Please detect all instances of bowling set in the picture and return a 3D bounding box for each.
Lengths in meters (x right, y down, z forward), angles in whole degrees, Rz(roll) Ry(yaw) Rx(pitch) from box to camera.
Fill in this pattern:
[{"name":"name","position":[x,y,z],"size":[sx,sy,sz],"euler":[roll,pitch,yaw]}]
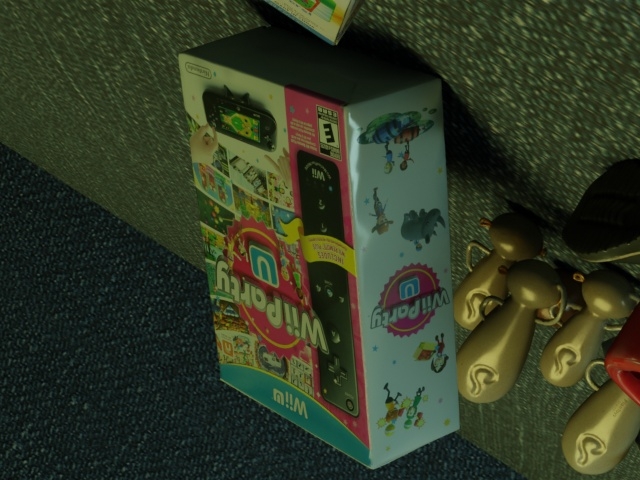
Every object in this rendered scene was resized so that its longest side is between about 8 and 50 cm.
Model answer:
[{"name":"bowling set","position":[0.184,0.043,1.586],"size":[0.287,0.200,0.154],"euler":[29,129,5]}]

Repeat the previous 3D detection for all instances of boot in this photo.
[{"name":"boot","position":[0.259,0.011,1.252],"size":[0.137,0.077,0.198],"euler":[31,173,-17]}]

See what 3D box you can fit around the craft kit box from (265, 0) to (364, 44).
[{"name":"craft kit box","position":[-0.073,-0.228,1.147],"size":[0.250,0.061,0.246],"euler":[33,178,-2]}]

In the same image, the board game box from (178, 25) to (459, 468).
[{"name":"board game box","position":[0.000,0.000,1.485],"size":[0.224,0.097,0.303],"euler":[24,127,49]}]

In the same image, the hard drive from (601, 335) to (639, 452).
[{"name":"hard drive","position":[0.337,0.181,1.617],"size":[0.172,0.054,0.255],"euler":[38,-162,-19]}]

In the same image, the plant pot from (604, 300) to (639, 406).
[{"name":"plant pot","position":[0.281,0.050,1.030],"size":[0.191,0.174,0.191],"euler":[32,170,6]}]
